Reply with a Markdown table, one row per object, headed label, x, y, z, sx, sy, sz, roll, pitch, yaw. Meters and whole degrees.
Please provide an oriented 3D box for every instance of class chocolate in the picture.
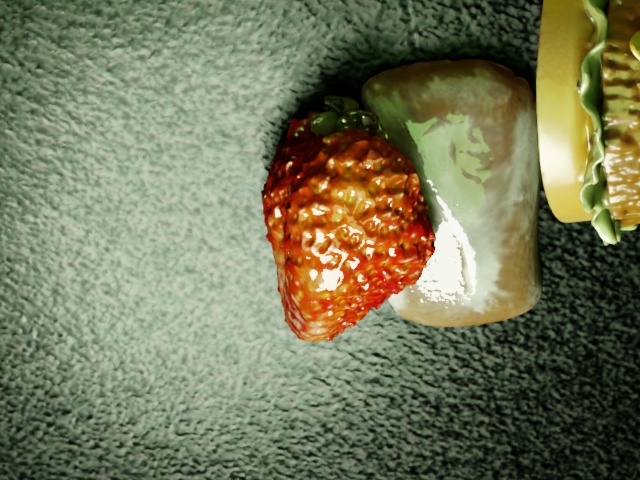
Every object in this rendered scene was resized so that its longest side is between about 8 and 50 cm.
| label | x | y | z | sx | sy | sz | roll | pitch | yaw |
| --- | --- | --- | --- | --- | --- | --- | --- | --- | --- |
| chocolate | 0.121 | -0.029 | 1.702 | 0.157 | 0.080 | 0.254 | -4 | 117 | 0 |

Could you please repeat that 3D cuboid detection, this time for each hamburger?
| label | x | y | z | sx | sy | sz | roll | pitch | yaw |
| --- | --- | --- | --- | --- | --- | --- | --- | --- | --- |
| hamburger | 0.299 | -0.127 | 1.542 | 0.212 | 0.274 | 0.274 | 3 | 119 | 20 |

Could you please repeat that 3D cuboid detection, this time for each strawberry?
| label | x | y | z | sx | sy | sz | roll | pitch | yaw |
| --- | --- | --- | --- | --- | --- | --- | --- | --- | --- |
| strawberry | 0.006 | 0.002 | 1.665 | 0.175 | 0.107 | 0.236 | 10 | 118 | 32 |
